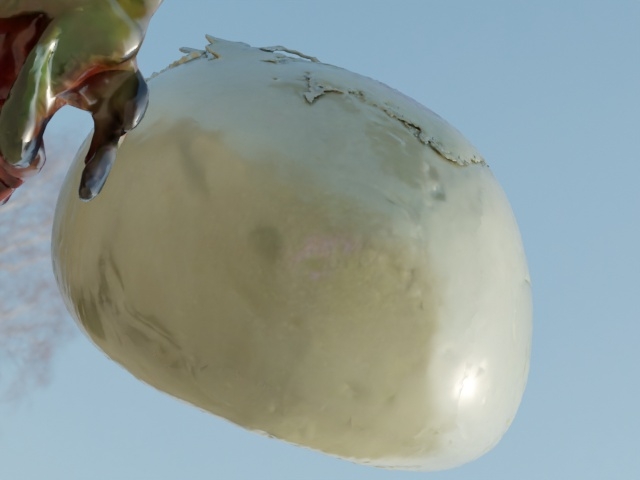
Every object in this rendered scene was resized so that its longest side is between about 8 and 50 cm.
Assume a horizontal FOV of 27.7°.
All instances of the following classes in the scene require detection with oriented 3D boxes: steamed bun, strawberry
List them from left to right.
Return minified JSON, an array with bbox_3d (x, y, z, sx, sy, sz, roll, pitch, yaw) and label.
[{"bbox_3d":[-0.091,-0.095,0.416,0.087,0.167,0.208,27,-4,-17],"label":"strawberry"},{"bbox_3d":[0.000,0.000,0.868,0.312,0.334,0.232,30,-78,63],"label":"steamed bun"}]
